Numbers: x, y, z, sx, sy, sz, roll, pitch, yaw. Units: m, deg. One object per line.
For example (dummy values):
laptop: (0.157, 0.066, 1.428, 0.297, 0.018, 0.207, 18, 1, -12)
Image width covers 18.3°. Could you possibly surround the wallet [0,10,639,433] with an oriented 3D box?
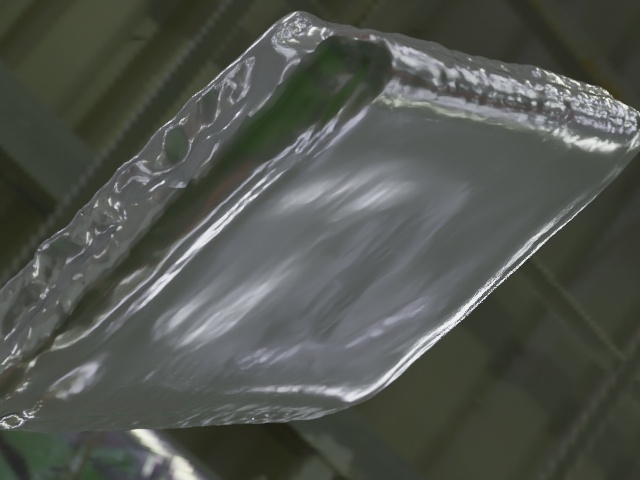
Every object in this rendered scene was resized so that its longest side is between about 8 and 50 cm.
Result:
wallet: (0.000, 0.000, 0.451, 0.124, 0.032, 0.183, -43, -22, 21)
